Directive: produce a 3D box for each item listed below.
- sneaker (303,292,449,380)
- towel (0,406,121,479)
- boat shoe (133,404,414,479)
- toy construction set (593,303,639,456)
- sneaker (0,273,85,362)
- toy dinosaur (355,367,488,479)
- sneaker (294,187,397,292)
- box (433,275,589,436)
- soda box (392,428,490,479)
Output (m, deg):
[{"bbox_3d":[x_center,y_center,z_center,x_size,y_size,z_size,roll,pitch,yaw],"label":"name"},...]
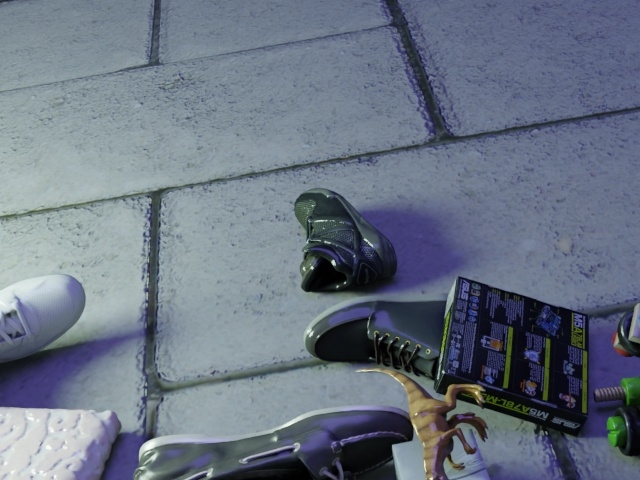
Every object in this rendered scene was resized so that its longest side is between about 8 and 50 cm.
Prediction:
[{"bbox_3d":[0.092,0.135,1.458,0.222,0.083,0.118,-10,36,-3],"label":"sneaker"},{"bbox_3d":[-0.438,0.324,1.348,0.317,0.053,0.332,1,38,14],"label":"towel"},{"bbox_3d":[-0.053,0.270,1.297,0.335,0.112,0.095,-10,48,7],"label":"boat shoe"},{"bbox_3d":[0.453,0.156,1.185,0.237,0.309,0.257,-5,44,-1],"label":"toy construction set"},{"bbox_3d":[-0.459,0.142,1.516,0.292,0.108,0.169,-23,13,-4],"label":"sneaker"},{"bbox_3d":[0.121,0.187,1.226,0.112,0.064,0.211,-9,40,-11],"label":"toy dinosaur"},{"bbox_3d":[0.000,0.000,1.661,0.130,0.087,0.227,-20,42,-25],"label":"sneaker"},{"bbox_3d":[0.243,0.140,1.402,0.184,0.045,0.191,18,39,-2],"label":"box"},{"bbox_3d":[0.150,0.333,1.165,0.098,0.091,0.286,-10,36,-2],"label":"soda box"}]
